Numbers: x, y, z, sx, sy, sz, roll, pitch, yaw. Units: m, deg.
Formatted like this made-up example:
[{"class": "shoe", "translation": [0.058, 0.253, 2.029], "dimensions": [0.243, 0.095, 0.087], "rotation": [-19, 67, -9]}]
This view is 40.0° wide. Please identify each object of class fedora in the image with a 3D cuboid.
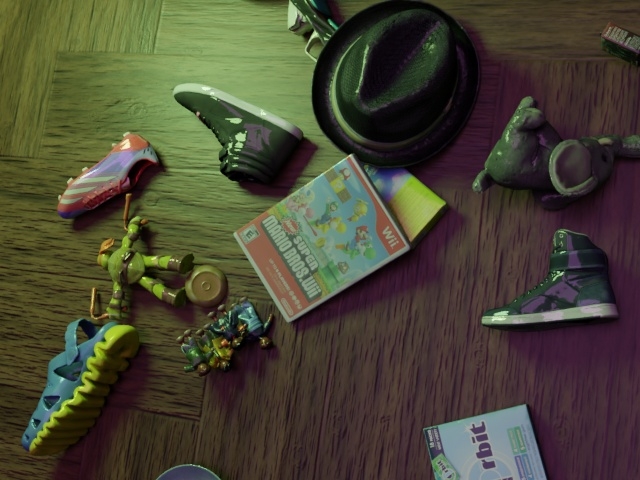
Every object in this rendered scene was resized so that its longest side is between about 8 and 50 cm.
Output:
[{"class": "fedora", "translation": [0.139, -0.302, 1.581], "dimensions": [0.334, 0.152, 0.334], "rotation": [0, 81, 0]}]

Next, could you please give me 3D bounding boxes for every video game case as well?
[{"class": "video game case", "translation": [0.000, 0.000, 1.631], "dimensions": [0.285, 0.025, 0.204], "rotation": [-33, 87, 20]}]

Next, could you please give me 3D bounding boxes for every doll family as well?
[{"class": "doll family", "translation": [-0.176, 0.193, 1.684], "dimensions": [0.193, 0.076, 0.111], "rotation": [-39, 65, 6]}]

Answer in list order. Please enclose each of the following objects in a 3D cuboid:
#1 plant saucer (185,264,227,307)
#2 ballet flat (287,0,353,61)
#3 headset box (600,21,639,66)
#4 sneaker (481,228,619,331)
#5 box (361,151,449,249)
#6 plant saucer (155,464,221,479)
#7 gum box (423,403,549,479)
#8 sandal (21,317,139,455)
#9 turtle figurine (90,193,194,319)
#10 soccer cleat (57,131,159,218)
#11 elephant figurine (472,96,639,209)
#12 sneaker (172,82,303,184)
[{"class": "plant saucer", "translation": [-0.225, 0.090, 1.732], "dimensions": [0.083, 0.015, 0.083], "rotation": [1, 84, -5]}, {"class": "ballet flat", "translation": [-0.008, -0.421, 1.733], "dimensions": [0.096, 0.095, 0.280], "rotation": [-38, 69, 19]}, {"class": "headset box", "translation": [0.529, -0.346, 1.542], "dimensions": [0.083, 0.062, 0.032], "rotation": [32, 91, 21]}, {"class": "sneaker", "translation": [0.382, 0.069, 1.503], "dimensions": [0.226, 0.086, 0.163], "rotation": [-10, 75, 19]}, {"class": "box", "translation": [0.138, -0.080, 1.639], "dimensions": [0.178, 0.042, 0.109], "rotation": [43, 94, 22]}, {"class": "plant saucer", "translation": [-0.244, 0.523, 1.663], "dimensions": [0.194, 0.037, 0.195], "rotation": [-3, 79, 18]}, {"class": "gum box", "translation": [0.285, 0.377, 1.502], "dimensions": [0.184, 0.041, 0.157], "rotation": [-17, 75, 17]}, {"class": "sandal", "translation": [-0.496, 0.284, 1.761], "dimensions": [0.138, 0.126, 0.317], "rotation": [31, 83, 25]}, {"class": "turtle figurine", "translation": [-0.366, 0.043, 1.769], "dimensions": [0.217, 0.087, 0.270], "rotation": [12, 81, 19]}, {"class": "soccer cleat", "translation": [-0.447, -0.120, 1.837], "dimensions": [0.248, 0.083, 0.095], "rotation": [-42, 74, 5]}, {"class": "elephant figurine", "translation": [0.418, -0.129, 1.501], "dimensions": [0.239, 0.169, 0.186], "rotation": [31, 120, 6]}, {"class": "sneaker", "translation": [-0.193, -0.207, 1.746], "dimensions": [0.295, 0.104, 0.147], "rotation": [24, 83, 18]}]
